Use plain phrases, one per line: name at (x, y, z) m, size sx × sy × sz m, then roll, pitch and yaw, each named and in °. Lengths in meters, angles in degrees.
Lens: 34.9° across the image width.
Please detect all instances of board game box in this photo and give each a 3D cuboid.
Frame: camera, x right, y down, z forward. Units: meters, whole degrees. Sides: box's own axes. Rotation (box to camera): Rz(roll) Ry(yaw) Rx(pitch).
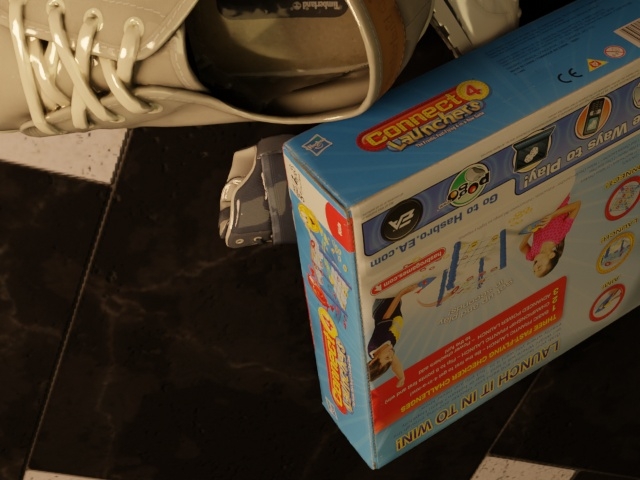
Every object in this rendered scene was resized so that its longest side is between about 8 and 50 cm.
board game box at (0.135, -0.004, 0.806) m, size 0.308 × 0.086 × 0.302 m, roll -27°, pitch 139°, yaw -19°

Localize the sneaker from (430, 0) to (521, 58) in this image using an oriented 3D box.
sneaker at (0.111, -0.201, 0.755) m, size 0.094 × 0.090 × 0.235 m, roll -35°, pitch 126°, yaw 4°

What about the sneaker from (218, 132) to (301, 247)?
sneaker at (0.000, -0.002, 0.878) m, size 0.163 × 0.086 × 0.226 m, roll -10°, pitch 129°, yaw 0°

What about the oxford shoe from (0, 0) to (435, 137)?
oxford shoe at (-0.148, -0.139, 0.692) m, size 0.449 × 0.130 × 0.169 m, roll -3°, pitch 129°, yaw 10°
